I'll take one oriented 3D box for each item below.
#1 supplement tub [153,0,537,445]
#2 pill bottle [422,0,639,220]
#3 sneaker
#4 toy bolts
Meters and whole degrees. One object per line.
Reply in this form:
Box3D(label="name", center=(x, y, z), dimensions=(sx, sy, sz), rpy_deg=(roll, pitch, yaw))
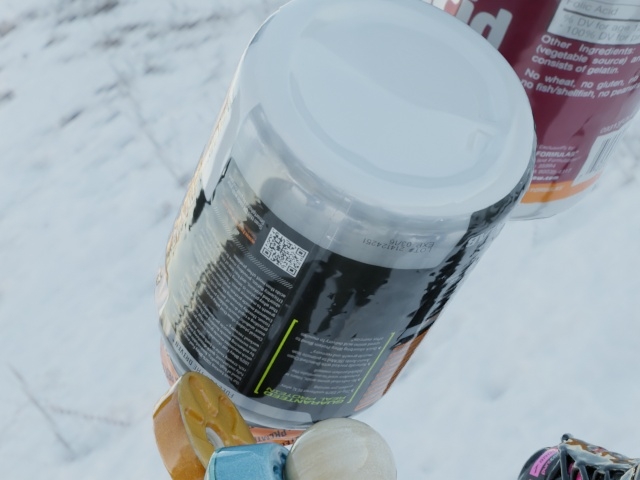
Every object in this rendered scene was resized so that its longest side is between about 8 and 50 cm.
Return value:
Box3D(label="supplement tub", center=(0.000, 0.000, 1.029), dimensions=(0.193, 0.194, 0.316), rpy_deg=(-53, -6, -41))
Box3D(label="pill bottle", center=(0.172, -0.219, 1.098), dimensions=(0.224, 0.224, 0.392), rpy_deg=(-56, -9, -46))
Box3D(label="sneaker", center=(0.334, 0.333, 1.857), dimensions=(0.185, 0.202, 0.483), rpy_deg=(-56, -5, -22))
Box3D(label="toy bolts", center=(-0.011, 0.142, 0.896), dimensions=(0.158, 0.218, 0.228), rpy_deg=(-30, -21, 14))
